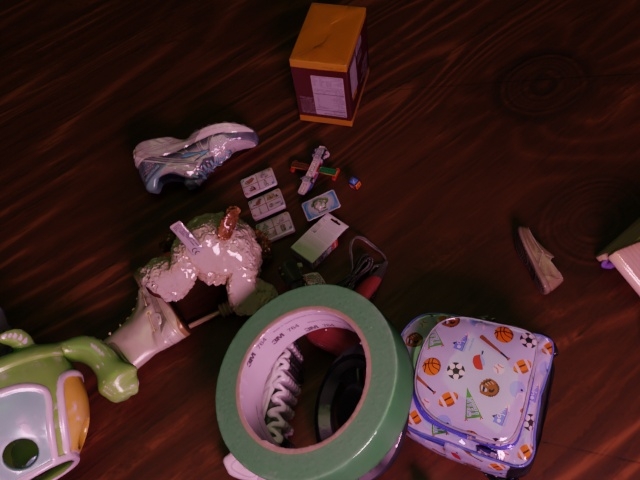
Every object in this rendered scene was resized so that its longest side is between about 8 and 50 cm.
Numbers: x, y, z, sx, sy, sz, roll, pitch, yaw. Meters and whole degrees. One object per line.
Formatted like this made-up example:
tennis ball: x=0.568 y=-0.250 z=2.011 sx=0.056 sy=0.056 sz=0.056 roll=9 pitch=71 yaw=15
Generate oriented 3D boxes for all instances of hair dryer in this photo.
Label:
hair dryer: x=0.064 y=0.122 z=1.335 sx=0.223 sy=0.080 sz=0.293 roll=-17 pitch=64 yaw=-15

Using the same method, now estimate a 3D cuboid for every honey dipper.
honey dipper: x=-0.236 y=0.157 z=1.383 sx=0.160 sy=0.030 sz=0.030 roll=-24 pitch=57 yaw=-7

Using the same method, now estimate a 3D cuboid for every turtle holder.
turtle holder: x=-0.497 y=0.301 z=1.221 sx=0.320 sy=0.243 sz=0.227 roll=-17 pitch=65 yaw=-43

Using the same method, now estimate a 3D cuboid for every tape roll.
tape roll: x=-0.014 y=0.229 z=1.125 sx=0.321 sy=0.077 sz=0.321 roll=-14 pitch=55 yaw=21

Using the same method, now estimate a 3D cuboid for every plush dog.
plush dog: x=-0.201 y=0.009 z=1.366 sx=0.262 sy=0.211 sz=0.225 roll=11 pitch=15 yaw=-11

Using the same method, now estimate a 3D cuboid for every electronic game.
electronic game: x=0.064 y=0.286 z=1.175 sx=0.048 sy=0.229 sz=0.229 roll=18 pitch=48 yaw=-35

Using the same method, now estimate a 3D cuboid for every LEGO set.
LEGO set: x=-0.036 y=-0.104 z=1.532 sx=0.244 sy=0.060 sz=0.182 roll=-25 pitch=57 yaw=4

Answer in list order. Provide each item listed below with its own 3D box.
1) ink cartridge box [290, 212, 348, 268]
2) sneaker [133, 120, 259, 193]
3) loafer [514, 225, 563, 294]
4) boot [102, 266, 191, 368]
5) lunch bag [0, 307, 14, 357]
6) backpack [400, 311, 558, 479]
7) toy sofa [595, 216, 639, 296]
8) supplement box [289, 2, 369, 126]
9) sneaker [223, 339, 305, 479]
ink cartridge box: x=0.000 y=0.000 z=1.459 sx=0.063 sy=0.029 sz=0.115 roll=35 pitch=66 yaw=25
sneaker: x=-0.269 y=-0.175 z=1.579 sx=0.283 sy=0.110 sz=0.122 roll=-15 pitch=74 yaw=0
loafer: x=0.424 y=0.035 z=1.374 sx=0.050 sy=0.056 sz=0.148 roll=-16 pitch=66 yaw=-5
boot: x=-0.362 y=0.158 z=1.369 sx=0.165 sy=0.077 sz=0.213 roll=-39 pitch=48 yaw=-6
lunch bag: x=-0.707 y=0.125 z=1.292 sx=0.243 sy=0.303 sz=0.115 roll=15 pitch=47 yaw=17
backpack: x=0.240 y=0.244 z=1.175 sx=0.263 sy=0.213 sz=0.276 roll=9 pitch=61 yaw=25
toy sofa: x=0.718 y=-0.023 z=1.339 sx=0.362 sy=0.177 sz=0.150 roll=-37 pitch=85 yaw=-17
supplement box: x=0.027 y=-0.402 z=1.620 sx=0.129 sy=0.194 sz=0.191 roll=10 pitch=59 yaw=13
sneaker: x=-0.099 y=0.281 z=1.247 sx=0.118 sy=0.110 sz=0.292 roll=-2 pitch=56 yaw=16
